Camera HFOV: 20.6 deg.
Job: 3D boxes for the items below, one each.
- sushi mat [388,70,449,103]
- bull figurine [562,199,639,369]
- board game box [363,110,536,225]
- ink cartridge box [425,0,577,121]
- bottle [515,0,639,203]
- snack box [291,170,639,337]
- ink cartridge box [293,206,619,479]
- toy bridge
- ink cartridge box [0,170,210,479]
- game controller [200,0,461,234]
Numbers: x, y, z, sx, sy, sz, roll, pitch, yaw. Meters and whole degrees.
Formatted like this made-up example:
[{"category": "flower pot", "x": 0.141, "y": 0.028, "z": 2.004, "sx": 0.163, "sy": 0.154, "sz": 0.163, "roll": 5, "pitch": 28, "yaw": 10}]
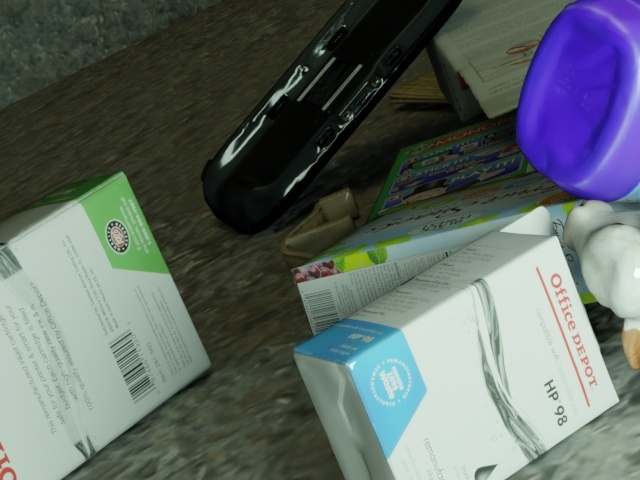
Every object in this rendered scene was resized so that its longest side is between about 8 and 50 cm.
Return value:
[{"category": "sushi mat", "x": 0.202, "y": -0.168, "z": 1.751, "sx": 0.151, "sy": 0.019, "sz": 0.316, "roll": -27, "pitch": 16, "yaw": -23}, {"category": "bull figurine", "x": 0.288, "y": -0.015, "z": 0.921, "sx": 0.310, "sy": 0.101, "sz": 0.188, "roll": -8, "pitch": 19, "yaw": 30}, {"category": "board game box", "x": 0.199, "y": -0.069, "z": 1.358, "sx": 0.317, "sy": 0.046, "sz": 0.213, "roll": -18, "pitch": 15, "yaw": 17}, {"category": "ink cartridge box", "x": 0.263, "y": -0.179, "z": 1.539, "sx": 0.308, "sy": 0.091, "sz": 0.385, "roll": -21, "pitch": 21, "yaw": 2}, {"category": "bottle", "x": 0.247, "y": -0.080, "z": 1.061, "sx": 0.283, "sy": 0.118, "sz": 0.092, "roll": 1, "pitch": 29, "yaw": -39}, {"category": "snack box", "x": 0.112, "y": 0.005, "z": 1.141, "sx": 0.207, "sy": 0.070, "sz": 0.174, "roll": -15, "pitch": 8, "yaw": 29}, {"category": "ink cartridge box", "x": 0.087, "y": 0.063, "z": 0.936, "sx": 0.180, "sy": 0.104, "sz": 0.060, "roll": -30, "pitch": 16, "yaw": -25}, {"category": "toy bridge", "x": 0.000, "y": 0.000, "z": 1.438, "sx": 0.063, "sy": 0.026, "sz": 0.188, "roll": -22, "pitch": 14, "yaw": 7}, {"category": "ink cartridge box", "x": -0.201, "y": 0.073, "z": 1.209, "sx": 0.093, "sy": 0.160, "sz": 0.219, "roll": -9, "pitch": 19, "yaw": 45}, {"category": "game controller", "x": 0.012, "y": -0.139, "z": 1.648, "sx": 0.319, "sy": 0.067, "sz": 0.166, "roll": -50, "pitch": 31, "yaw": -4}]
